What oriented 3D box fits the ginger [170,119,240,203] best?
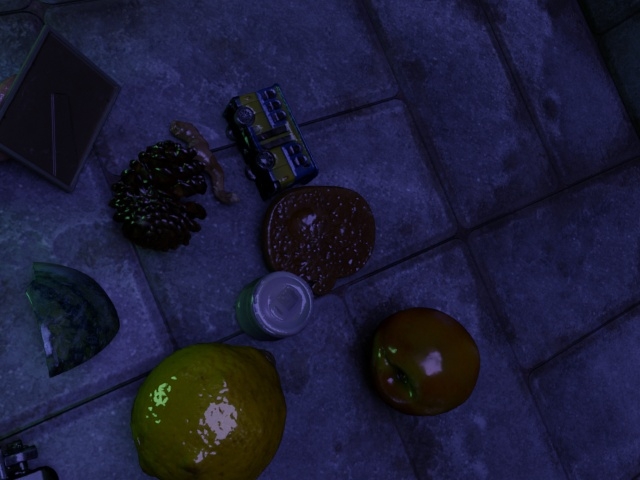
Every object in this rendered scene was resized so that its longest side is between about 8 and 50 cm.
[{"bbox_3d":[-0.318,-0.214,1.717,0.089,0.075,0.288,-29,86,-49],"label":"ginger"}]

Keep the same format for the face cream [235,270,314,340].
[{"bbox_3d":[-0.123,0.178,1.668,0.177,0.153,0.177,6,75,-24],"label":"face cream"}]

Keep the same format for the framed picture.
[{"bbox_3d":[-0.648,-0.322,1.547,0.247,0.022,0.335,41,58,-48],"label":"framed picture"}]

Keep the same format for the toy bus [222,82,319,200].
[{"bbox_3d":[-0.144,-0.276,1.771,0.175,0.138,0.288,-25,89,-25],"label":"toy bus"}]

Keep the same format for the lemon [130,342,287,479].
[{"bbox_3d":[-0.248,0.407,1.454,0.387,0.350,0.350,-39,95,-17],"label":"lemon"}]

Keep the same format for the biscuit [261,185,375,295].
[{"bbox_3d":[-0.001,0.000,1.795,0.367,0.063,0.314,-4,95,-31],"label":"biscuit"}]

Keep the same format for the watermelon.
[{"bbox_3d":[-0.598,0.162,1.466,0.175,0.256,0.260,-14,92,18],"label":"watermelon"}]

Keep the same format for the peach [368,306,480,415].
[{"bbox_3d":[0.294,0.333,1.752,0.332,0.307,0.308,-19,86,-42],"label":"peach"}]

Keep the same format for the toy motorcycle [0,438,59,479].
[{"bbox_3d":[-0.707,0.545,1.346,0.275,0.127,0.205,-12,84,-33],"label":"toy motorcycle"}]

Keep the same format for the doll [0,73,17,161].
[{"bbox_3d":[-0.805,-0.264,1.480,0.156,0.201,0.303,13,62,18],"label":"doll"}]

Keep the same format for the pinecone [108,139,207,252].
[{"bbox_3d":[-0.392,-0.121,1.584,0.246,0.246,0.292,27,54,-16],"label":"pinecone"}]
